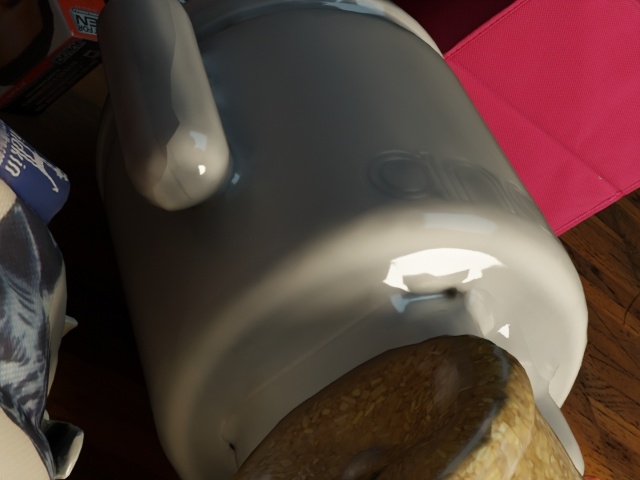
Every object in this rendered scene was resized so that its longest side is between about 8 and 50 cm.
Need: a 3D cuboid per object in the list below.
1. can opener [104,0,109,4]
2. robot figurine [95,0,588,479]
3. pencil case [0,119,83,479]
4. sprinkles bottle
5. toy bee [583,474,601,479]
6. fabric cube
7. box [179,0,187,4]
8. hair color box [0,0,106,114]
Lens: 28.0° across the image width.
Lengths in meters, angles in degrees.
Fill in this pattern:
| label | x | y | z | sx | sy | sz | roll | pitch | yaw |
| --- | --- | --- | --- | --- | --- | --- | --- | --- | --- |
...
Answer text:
| label | x | y | z | sx | sy | sz | roll | pitch | yaw |
| --- | --- | --- | --- | --- | --- | --- | --- | --- | --- |
| can opener | -0.116 | -0.137 | 0.804 | 0.186 | 0.073 | 0.059 | 49 | 0 | -29 |
| robot figurine | 0.000 | 0.000 | 0.638 | 0.300 | 0.200 | 0.353 | 47 | 14 | -43 |
| pencil case | -0.129 | 0.151 | 0.324 | 0.183 | 0.160 | 0.410 | 16 | 45 | -33 |
| sprinkles bottle | 0.105 | 0.204 | 0.456 | 0.355 | 0.121 | 0.121 | 55 | 25 | -15 |
| toy bee | 0.136 | 0.206 | 0.677 | 0.162 | 0.195 | 0.298 | 54 | 35 | -26 |
| fabric cube | 0.153 | -0.180 | 1.080 | 0.258 | 0.259 | 0.254 | 28 | 38 | -41 |
| box | -0.033 | -0.208 | 0.880 | 0.220 | 0.175 | 0.051 | 17 | 48 | -52 |
| hair color box | -0.169 | -0.147 | 0.694 | 0.043 | 0.072 | 0.141 | 0 | 60 | -60 |
